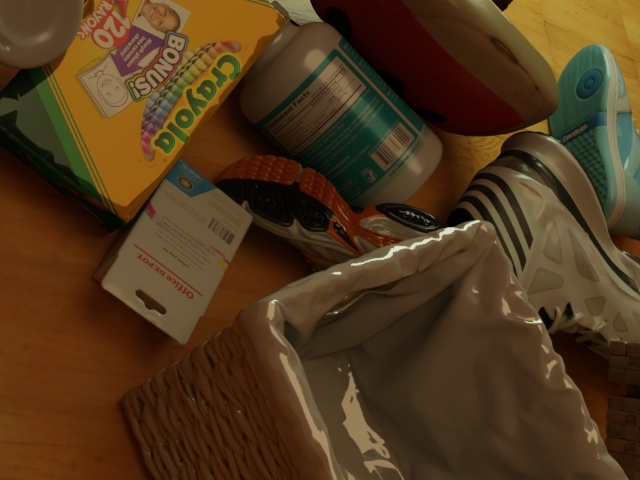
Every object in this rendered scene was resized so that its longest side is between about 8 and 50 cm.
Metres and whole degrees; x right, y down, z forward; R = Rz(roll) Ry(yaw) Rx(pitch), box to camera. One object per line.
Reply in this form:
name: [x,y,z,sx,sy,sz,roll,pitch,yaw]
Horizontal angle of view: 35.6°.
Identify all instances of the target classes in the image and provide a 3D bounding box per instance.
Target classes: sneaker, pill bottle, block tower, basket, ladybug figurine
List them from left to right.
pill bottle: [-0.309,-0.228,0.902,0.112,0.187,0.112,-24,126,-38]
sneaker: [0.000,0.000,1.115,0.262,0.121,0.099,22,49,0]
pill bottle: [0.008,-0.151,1.161,0.264,0.146,0.146,45,46,-12]
basket: [0.051,0.201,0.922,0.328,0.266,0.331,-19,79,-44]
ladybug figurine: [0.130,-0.272,1.255,0.449,0.162,0.305,34,22,-39]
sneaker: [0.311,0.103,1.308,0.257,0.169,0.447,-42,100,-28]
sneaker: [0.474,-0.140,1.568,0.208,0.127,0.319,17,66,-30]
block tower: [0.405,0.293,1.208,0.097,0.091,0.335,4,86,-24]

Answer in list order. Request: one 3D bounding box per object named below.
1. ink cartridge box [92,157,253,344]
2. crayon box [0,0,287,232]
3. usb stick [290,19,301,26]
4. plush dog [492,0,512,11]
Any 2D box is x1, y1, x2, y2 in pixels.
ink cartridge box: [-0.152,0.018,0.993,0.104,0.061,0.181,39,47,-17]
crayon box: [-0.182,-0.166,0.987,0.165,0.081,0.278,40,71,-15]
usb stick: [-0.124,-0.294,1.201,0.278,0.045,0.077,31,43,-24]
plush dog: [0.248,-0.470,1.530,0.262,0.210,0.225,23,77,-30]
